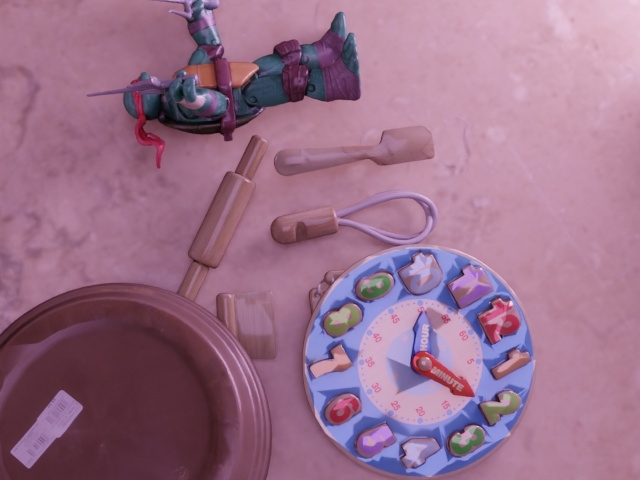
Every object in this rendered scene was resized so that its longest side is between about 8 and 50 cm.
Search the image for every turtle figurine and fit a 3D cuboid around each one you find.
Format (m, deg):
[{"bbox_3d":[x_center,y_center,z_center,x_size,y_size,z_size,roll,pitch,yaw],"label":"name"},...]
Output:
[{"bbox_3d":[-0.087,-0.147,1.682,0.234,0.118,0.175,-7,42,-6],"label":"turtle figurine"}]

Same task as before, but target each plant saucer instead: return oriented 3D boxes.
[{"bbox_3d":[-0.180,0.167,1.639,0.278,0.041,0.278,-2,75,6],"label":"plant saucer"}]

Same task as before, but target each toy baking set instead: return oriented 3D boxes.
[{"bbox_3d":[-0.007,-0.001,1.709,0.196,0.030,0.256,21,88,-7],"label":"toy baking set"}]

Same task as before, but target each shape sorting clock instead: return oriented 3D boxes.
[{"bbox_3d":[0.087,0.106,1.684,0.206,0.040,0.206,0,89,-8],"label":"shape sorting clock"}]
